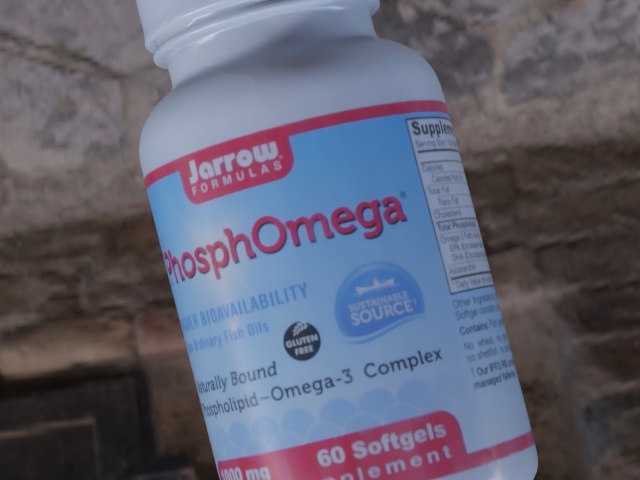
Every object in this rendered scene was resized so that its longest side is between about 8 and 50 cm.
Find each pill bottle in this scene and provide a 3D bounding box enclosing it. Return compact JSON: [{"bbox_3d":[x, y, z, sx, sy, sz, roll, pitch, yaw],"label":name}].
[{"bbox_3d":[0.000,0.000,0.462,0.087,0.160,0.087,-15,176,-1],"label":"pill bottle"}]
